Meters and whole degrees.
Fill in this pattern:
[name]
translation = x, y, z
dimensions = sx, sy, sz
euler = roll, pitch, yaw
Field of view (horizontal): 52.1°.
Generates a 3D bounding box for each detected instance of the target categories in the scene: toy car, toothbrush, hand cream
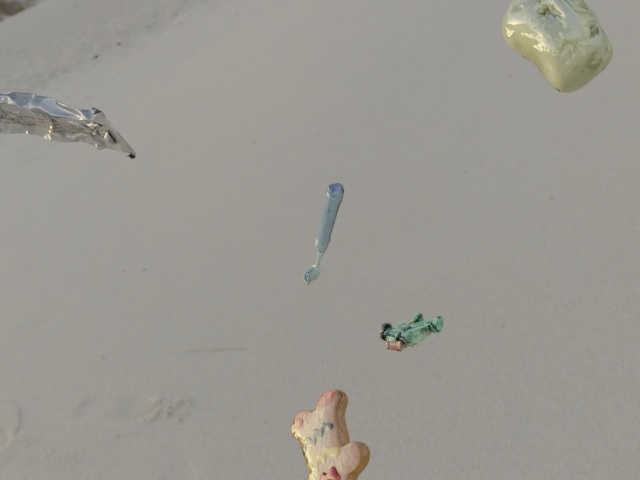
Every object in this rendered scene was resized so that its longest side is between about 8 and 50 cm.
[toy car]
translation = 0.188, 0.186, 1.341
dimensions = 0.073, 0.054, 0.143
euler = 0, 6, 45
[toothbrush]
translation = 0.000, 0.000, 0.704
dimensions = 0.019, 0.016, 0.219
euler = -36, -16, -22
[hand cream]
translation = -0.334, -0.127, 0.714
dimensions = 0.256, 0.084, 0.050
euler = 3, 62, 10

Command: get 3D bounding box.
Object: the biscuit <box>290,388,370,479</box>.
[biscuit]
translation = 0.017, 0.382, 1.116
dimensions = 0.165, 0.036, 0.250
euler = -47, 41, 29

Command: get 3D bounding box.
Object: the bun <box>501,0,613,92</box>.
[bun]
translation = 0.452, -0.395, 1.237
dimensions = 0.229, 0.229, 0.145
euler = -55, -1, -46
